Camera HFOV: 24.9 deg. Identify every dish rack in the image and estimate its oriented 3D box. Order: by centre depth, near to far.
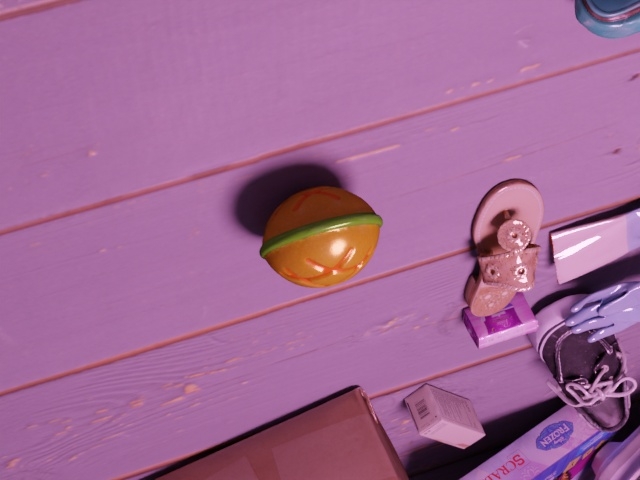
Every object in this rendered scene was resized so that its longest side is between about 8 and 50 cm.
[{"bbox_3d":[0.484,0.346,2.214,0.285,0.072,0.333,-38,154,-26],"label":"dish rack"}]

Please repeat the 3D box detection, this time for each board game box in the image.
[{"bbox_3d":[0.281,0.384,2.128,0.318,0.066,0.318,-29,153,-27],"label":"board game box"}]

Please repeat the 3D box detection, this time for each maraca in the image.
[{"bbox_3d":[0.000,0.000,1.468,0.127,0.099,0.186,-11,171,-4],"label":"maraca"}]

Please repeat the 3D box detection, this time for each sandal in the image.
[{"bbox_3d":[0.221,0.032,1.661,0.088,0.079,0.240,-14,146,-14],"label":"sandal"}]

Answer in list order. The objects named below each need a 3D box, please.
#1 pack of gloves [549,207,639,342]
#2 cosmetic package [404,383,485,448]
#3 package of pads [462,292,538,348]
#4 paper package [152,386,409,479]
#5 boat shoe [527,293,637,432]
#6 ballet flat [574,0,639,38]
[{"bbox_3d":[0.397,0.023,1.776,0.232,0.046,0.195,-16,129,0],"label":"pack of gloves"},{"bbox_3d":[0.167,0.236,1.939,0.041,0.060,0.115,-37,144,22],"label":"cosmetic package"},{"bbox_3d":[0.221,0.098,1.782,0.083,0.050,0.032,-17,147,-11],"label":"package of pads"},{"bbox_3d":[-0.034,0.376,1.914,0.325,0.168,0.309,-25,149,0],"label":"paper package"},{"bbox_3d":[0.354,0.174,1.923,0.113,0.105,0.306,-25,147,1],"label":"boat shoe"},{"bbox_3d":[0.346,-0.257,1.345,0.247,0.083,0.087,-23,172,-1],"label":"ballet flat"}]
